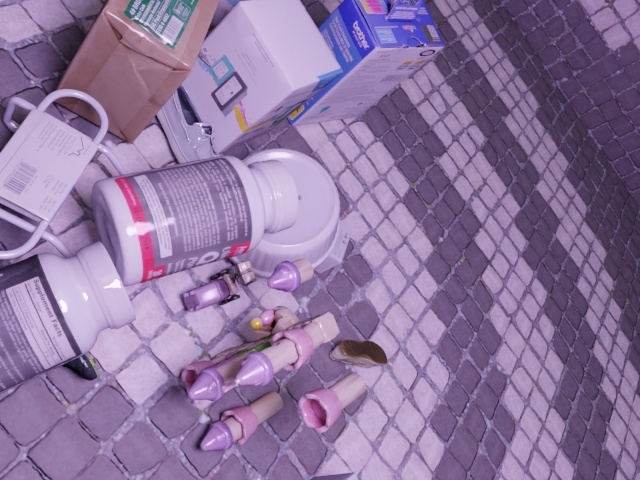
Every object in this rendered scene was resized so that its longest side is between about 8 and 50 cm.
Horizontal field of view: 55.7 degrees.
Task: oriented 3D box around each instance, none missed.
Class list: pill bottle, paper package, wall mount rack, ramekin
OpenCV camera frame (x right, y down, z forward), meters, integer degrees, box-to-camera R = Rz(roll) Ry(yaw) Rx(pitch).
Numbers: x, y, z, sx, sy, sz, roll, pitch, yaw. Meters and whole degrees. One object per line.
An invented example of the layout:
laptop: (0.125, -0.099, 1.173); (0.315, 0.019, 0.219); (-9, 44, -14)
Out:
pill bottle: (-0.204, -0.047, 1.028); (0.318, 0.176, 0.177); (-17, 81, -29)
paper package: (-0.328, -0.398, 1.135); (0.168, 0.309, 0.325); (29, 55, -26)
wall mount rack: (-0.437, -0.074, 1.025); (0.304, 0.130, 0.350); (32, 52, -20)
ramekin: (-0.082, -0.064, 1.237); (0.272, 0.127, 0.273); (4, 68, -11)
pill bottle: (-0.421, 0.114, 0.859); (0.278, 0.162, 0.162); (-25, 86, -22)

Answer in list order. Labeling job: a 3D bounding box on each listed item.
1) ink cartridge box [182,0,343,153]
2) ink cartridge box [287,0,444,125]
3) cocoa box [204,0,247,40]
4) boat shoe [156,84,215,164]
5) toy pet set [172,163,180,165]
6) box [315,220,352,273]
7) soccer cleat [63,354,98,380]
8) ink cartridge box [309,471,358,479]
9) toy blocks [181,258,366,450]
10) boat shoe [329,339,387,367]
ink cartridge box: (-0.139, -0.351, 1.287); (0.197, 0.270, 0.198); (58, 41, -4)
ink cartridge box: (0.106, -0.448, 1.460); (0.270, 0.395, 0.151); (-19, 82, -44)
cocoa box: (-0.251, -0.647, 1.370); (0.347, 0.231, 0.228); (44, 49, -14)
boat shoe: (-0.264, -0.221, 1.250); (0.228, 0.081, 0.079); (61, 28, 1)
toy pet set: (-0.275, -0.099, 1.205); (0.114, 0.065, 0.122); (-31, 90, -44)
box: (0.000, 0.000, 1.371); (0.102, 0.087, 0.101); (37, 51, -22)
soccer cleat: (-0.431, 0.167, 0.959); (0.179, 0.060, 0.072); (46, 57, -5)
ink cartridge box: (0.036, 0.533, 1.120); (0.072, 0.127, 0.175); (-17, 82, -46)
toy blocks: (-0.141, 0.198, 1.020); (0.260, 0.288, 0.309); (-20, 86, -49)
boat shoe: (0.088, 0.258, 1.359); (0.153, 0.048, 0.056); (15, 48, -42)
